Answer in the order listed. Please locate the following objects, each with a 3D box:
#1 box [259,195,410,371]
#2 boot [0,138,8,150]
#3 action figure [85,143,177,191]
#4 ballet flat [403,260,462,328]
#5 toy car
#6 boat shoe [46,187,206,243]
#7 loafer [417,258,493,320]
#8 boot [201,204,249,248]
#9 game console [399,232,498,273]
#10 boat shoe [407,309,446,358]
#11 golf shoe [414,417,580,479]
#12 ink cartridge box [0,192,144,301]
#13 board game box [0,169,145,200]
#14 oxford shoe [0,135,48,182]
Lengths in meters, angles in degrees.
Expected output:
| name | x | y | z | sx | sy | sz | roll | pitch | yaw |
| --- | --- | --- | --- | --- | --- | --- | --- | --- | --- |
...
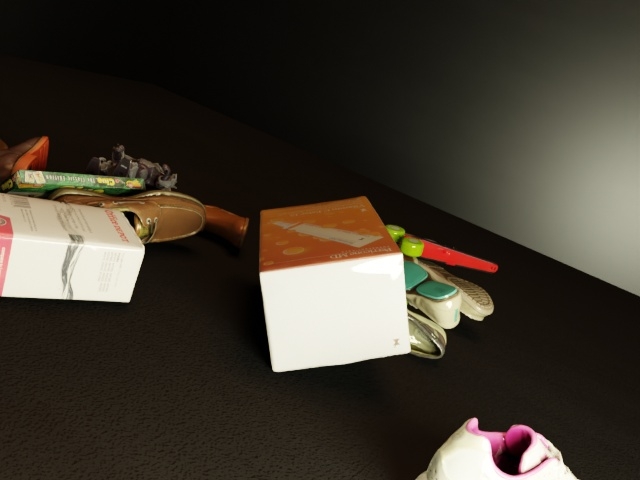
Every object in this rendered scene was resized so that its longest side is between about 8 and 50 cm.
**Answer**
| name | x | y | z | sx | sy | sz | roll | pitch | yaw |
| --- | --- | --- | --- | --- | --- | --- | --- | --- | --- |
| box | 0.009 | 0.056 | 1.036 | 0.214 | 0.168 | 0.345 | -8 | 19 | -3 |
| boot | -0.810 | -0.248 | 1.361 | 0.305 | 0.112 | 0.115 | 28 | -14 | 41 |
| action figure | -0.462 | -0.175 | 1.501 | 0.185 | 0.099 | 0.285 | 17 | 12 | 6 |
| ballet flat | 0.208 | 0.111 | 1.205 | 0.086 | 0.086 | 0.248 | 15 | 9 | -19 |
| toy car | 0.115 | 0.057 | 1.357 | 0.188 | 0.155 | 0.149 | 0 | 23 | -29 |
| boat shoe | -0.354 | -0.029 | 1.139 | 0.307 | 0.111 | 0.104 | -2 | 29 | -32 |
| loafer | 0.302 | 0.129 | 1.431 | 0.101 | 0.092 | 0.268 | 9 | 16 | -32 |
| boot | -0.249 | -0.039 | 1.355 | 0.152 | 0.073 | 0.197 | 15 | 4 | -22 |
| game console | 0.243 | 0.011 | 1.657 | 0.341 | 0.060 | 0.386 | 12 | 2 | -27 |
| boat shoe | 0.139 | 0.160 | 1.142 | 0.223 | 0.080 | 0.073 | 25 | 10 | 0 |
| golf shoe | 0.266 | 0.301 | 0.711 | 0.306 | 0.140 | 0.115 | 17 | 14 | -17 |
| ink cartridge box | -0.413 | 0.009 | 0.912 | 0.237 | 0.100 | 0.172 | 8 | 20 | -35 |
| board game box | -0.488 | -0.095 | 1.165 | 0.136 | 0.030 | 0.259 | -23 | -12 | 35 |
| oxford shoe | -0.643 | -0.174 | 1.269 | 0.098 | 0.097 | 0.271 | 10 | 18 | -15 |
